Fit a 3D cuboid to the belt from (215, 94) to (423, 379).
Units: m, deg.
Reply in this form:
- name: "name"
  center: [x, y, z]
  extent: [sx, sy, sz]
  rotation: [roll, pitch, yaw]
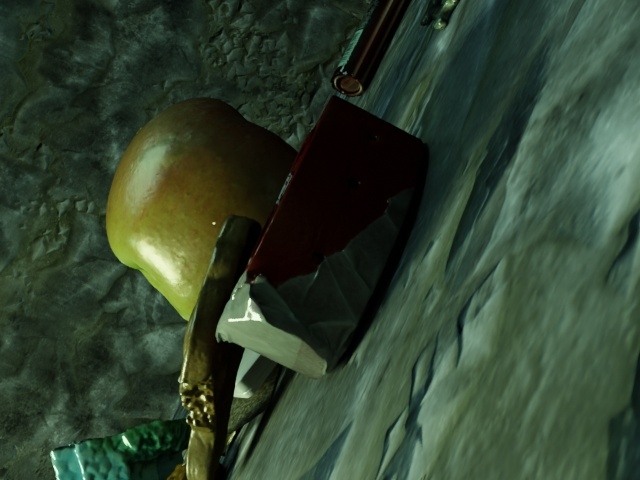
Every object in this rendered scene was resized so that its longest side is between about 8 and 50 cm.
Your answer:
- name: "belt"
  center: [0.000, 0.000, 0.819]
  extent: [0.324, 0.115, 0.227]
  rotation: [-68, 5, -50]

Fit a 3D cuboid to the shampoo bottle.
- name: "shampoo bottle"
  center: [0.130, -0.491, 1.936]
  extent: [0.323, 0.084, 0.129]
  rotation: [-64, 9, -13]

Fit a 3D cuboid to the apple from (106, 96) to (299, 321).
- name: "apple"
  center: [-0.163, -0.035, 1.274]
  extent: [0.305, 0.338, 0.338]
  rotation: [-54, 6, 0]

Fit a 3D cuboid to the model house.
- name: "model house"
  center: [-0.292, 0.420, 1.333]
  extent: [0.261, 0.226, 0.241]
  rotation: [125, 133, -71]

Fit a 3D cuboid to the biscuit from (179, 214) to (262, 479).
- name: "biscuit"
  center: [-0.118, 0.129, 0.943]
  extent: [0.183, 0.047, 0.320]
  rotation: [-58, -23, -64]

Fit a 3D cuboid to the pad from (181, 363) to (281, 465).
- name: "pad"
  center: [-0.103, 0.187, 1.125]
  extent: [0.158, 0.003, 0.235]
  rotation: [-37, 17, 24]

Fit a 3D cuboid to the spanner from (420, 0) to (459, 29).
- name: "spanner"
  center: [0.173, -0.338, 1.237]
  extent: [0.254, 0.015, 0.054]
  rotation: [-84, 20, -74]

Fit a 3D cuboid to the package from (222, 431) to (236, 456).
- name: "package"
  center: [-0.124, 0.231, 1.166]
  extent: [0.131, 0.047, 0.071]
  rotation: [-60, 10, 26]

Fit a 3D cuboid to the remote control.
- name: "remote control"
  center: [-0.122, 0.165, 1.149]
  extent: [0.103, 0.034, 0.250]
  rotation: [-52, 16, -24]

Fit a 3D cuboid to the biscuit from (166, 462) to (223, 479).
- name: "biscuit"
  center: [-0.219, 0.409, 1.089]
  extent: [0.296, 0.075, 0.296]
  rotation: [-61, 6, 12]
